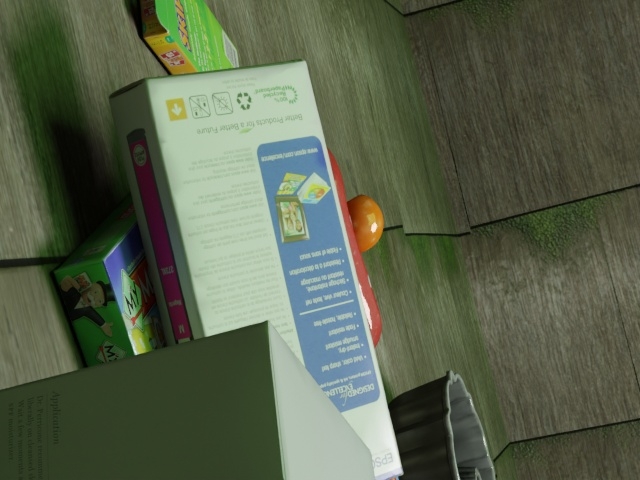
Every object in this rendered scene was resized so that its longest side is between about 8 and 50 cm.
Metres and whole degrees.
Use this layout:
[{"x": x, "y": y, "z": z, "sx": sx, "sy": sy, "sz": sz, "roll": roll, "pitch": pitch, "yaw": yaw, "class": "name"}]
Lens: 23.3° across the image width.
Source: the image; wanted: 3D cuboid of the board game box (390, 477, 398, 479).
[{"x": 0.039, "y": 0.387, "z": 1.656, "sx": 0.302, "sy": 0.086, "sz": 0.308, "roll": 25, "pitch": 52, "yaw": -73, "class": "board game box"}]

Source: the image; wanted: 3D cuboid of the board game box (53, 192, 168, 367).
[{"x": -0.133, "y": 0.071, "z": 1.355, "sx": 0.317, "sy": 0.046, "sz": 0.213, "roll": -65, "pitch": 140, "yaw": -71, "class": "board game box"}]

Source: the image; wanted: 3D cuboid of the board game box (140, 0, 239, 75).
[{"x": -0.140, "y": -0.216, "z": 1.666, "sx": 0.259, "sy": 0.039, "sz": 0.124, "roll": 58, "pitch": 21, "yaw": -61, "class": "board game box"}]

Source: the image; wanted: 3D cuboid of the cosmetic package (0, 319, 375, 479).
[{"x": -0.092, "y": 0.178, "z": 0.998, "sx": 0.224, "sy": 0.225, "sz": 0.138, "roll": 58, "pitch": 22, "yaw": -56, "class": "cosmetic package"}]

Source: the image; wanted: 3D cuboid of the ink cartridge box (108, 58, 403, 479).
[{"x": -0.050, "y": 0.039, "z": 1.298, "sx": 0.176, "sy": 0.069, "sz": 0.371, "roll": -12, "pitch": 86, "yaw": -41, "class": "ink cartridge box"}]

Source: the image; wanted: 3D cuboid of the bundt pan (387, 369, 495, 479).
[{"x": 0.164, "y": 0.352, "z": 2.160, "sx": 0.331, "sy": 0.124, "sz": 0.331, "roll": -13, "pitch": 90, "yaw": -77, "class": "bundt pan"}]

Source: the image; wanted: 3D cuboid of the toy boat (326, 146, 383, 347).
[{"x": 0.000, "y": 0.000, "z": 1.480, "sx": 0.151, "sy": 0.151, "sz": 0.231, "roll": -33, "pitch": 114, "yaw": -39, "class": "toy boat"}]
